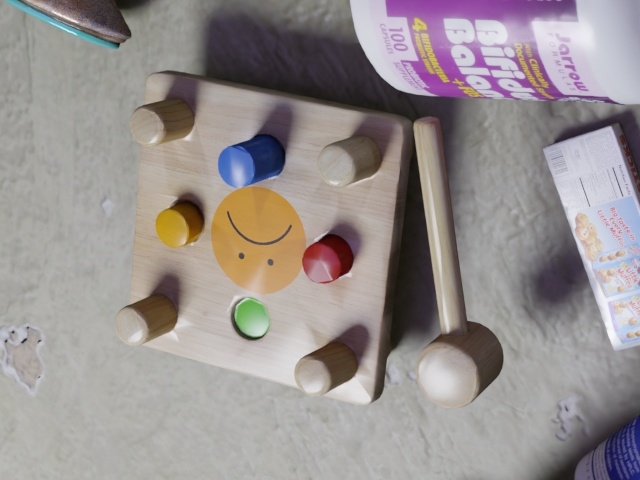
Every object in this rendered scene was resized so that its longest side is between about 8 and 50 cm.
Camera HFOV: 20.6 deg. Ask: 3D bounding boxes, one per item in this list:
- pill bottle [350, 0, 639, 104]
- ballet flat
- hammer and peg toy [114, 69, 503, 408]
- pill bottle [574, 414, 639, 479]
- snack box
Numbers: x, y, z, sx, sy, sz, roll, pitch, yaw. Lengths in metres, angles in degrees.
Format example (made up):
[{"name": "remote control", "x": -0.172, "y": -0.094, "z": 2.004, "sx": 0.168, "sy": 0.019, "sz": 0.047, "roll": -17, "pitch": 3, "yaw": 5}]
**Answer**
[{"name": "pill bottle", "x": 0.185, "y": -0.185, "z": 1.299, "sx": 0.302, "sy": 0.169, "sz": 0.169, "roll": 6, "pitch": 106, "yaw": 39}, {"name": "ballet flat", "x": -0.293, "y": -0.276, "z": 1.605, "sx": 0.316, "sy": 0.107, "sz": 0.106, "roll": 26, "pitch": 100, "yaw": 20}, {"name": "hammer and peg toy", "x": 0.000, "y": 0.000, "z": 1.499, "sx": 0.361, "sy": 0.127, "sz": 0.266, "roll": 12, "pitch": 106, "yaw": 25}, {"name": "pill bottle", "x": 0.302, "y": 0.170, "z": 1.386, "sx": 0.187, "sy": 0.112, "sz": 0.112, "roll": -44, "pitch": 81, "yaw": 30}, {"name": "snack box", "x": 0.240, "y": -0.002, "z": 1.427, "sx": 0.064, "sy": 0.022, "sz": 0.178, "roll": -18, "pitch": 94, "yaw": 30}]
